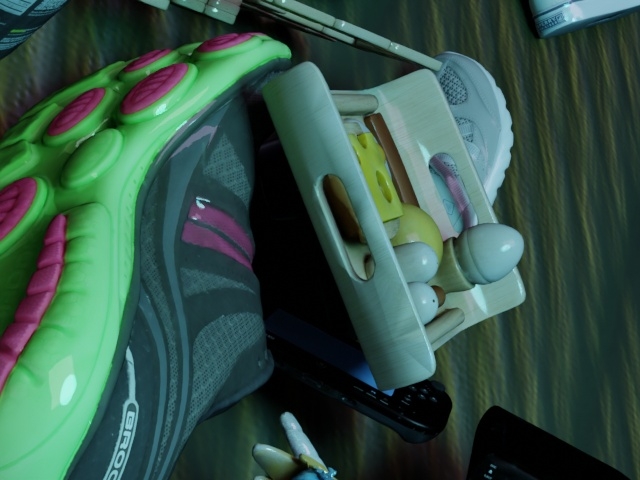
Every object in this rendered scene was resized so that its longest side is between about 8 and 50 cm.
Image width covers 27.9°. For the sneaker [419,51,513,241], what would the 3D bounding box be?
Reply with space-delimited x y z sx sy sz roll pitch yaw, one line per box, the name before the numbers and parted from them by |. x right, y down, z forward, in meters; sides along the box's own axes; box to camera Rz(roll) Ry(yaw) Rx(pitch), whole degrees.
sneaker | 0.097 -0.061 1.155 0.115 0.105 0.281 27 55 -32

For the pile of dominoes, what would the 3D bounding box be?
pile of dominoes | -0.054 -0.177 1.041 0.251 0.196 0.040 16 96 -38

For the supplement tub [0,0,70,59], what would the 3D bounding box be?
supplement tub | -0.205 -0.202 0.873 0.106 0.198 0.106 21 57 -36

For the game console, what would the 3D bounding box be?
game console | 0.074 0.127 0.947 0.361 0.044 0.213 27 5 6

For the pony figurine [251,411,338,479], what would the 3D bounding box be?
pony figurine | 0.078 0.319 0.875 0.363 0.303 0.351 35 40 -43

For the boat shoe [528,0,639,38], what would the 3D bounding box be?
boat shoe | 0.329 -0.299 1.490 0.258 0.095 0.084 -21 90 -47

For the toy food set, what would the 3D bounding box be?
toy food set | 0.073 -0.028 0.962 0.220 0.092 0.306 68 19 2

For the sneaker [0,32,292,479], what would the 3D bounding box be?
sneaker | -0.124 0.019 0.868 0.202 0.185 0.483 65 30 -32

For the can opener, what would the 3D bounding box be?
can opener | 0.000 0.000 1.084 0.059 0.073 0.186 27 46 -82
